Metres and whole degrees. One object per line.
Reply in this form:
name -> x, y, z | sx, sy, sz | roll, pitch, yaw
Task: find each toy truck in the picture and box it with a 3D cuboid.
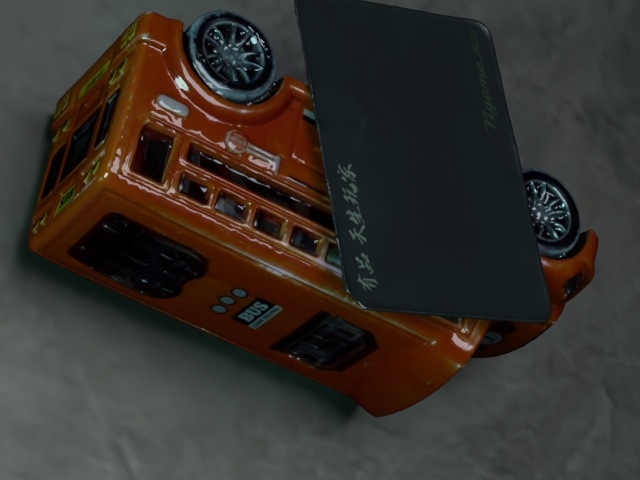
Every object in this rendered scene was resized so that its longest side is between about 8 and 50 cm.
toy truck -> 0.000, 0.000, 0.909 | 0.253, 0.107, 0.114 | 26, 55, -20

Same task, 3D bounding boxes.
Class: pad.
pad -> 0.046, -0.038, 0.886 | 0.112, 0.003, 0.157 | 5, 63, -32
